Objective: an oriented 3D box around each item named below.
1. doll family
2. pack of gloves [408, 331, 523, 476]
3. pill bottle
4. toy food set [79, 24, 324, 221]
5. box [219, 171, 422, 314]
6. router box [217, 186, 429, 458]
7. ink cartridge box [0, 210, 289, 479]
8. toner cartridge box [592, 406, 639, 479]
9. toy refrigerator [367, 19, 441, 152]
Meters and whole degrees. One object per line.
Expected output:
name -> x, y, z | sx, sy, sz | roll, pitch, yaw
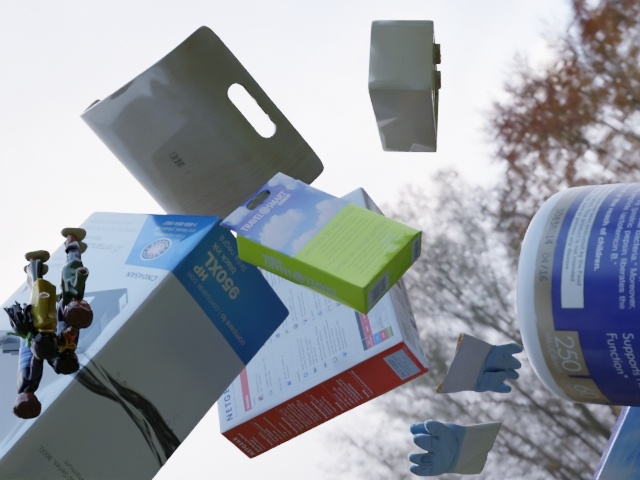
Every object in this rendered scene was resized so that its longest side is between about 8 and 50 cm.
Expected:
doll family -> -0.243, 0.081, 1.008 | 0.076, 0.111, 0.193 | -3, -36, -15
pack of gloves -> 0.184, 0.214, 1.493 | 0.232, 0.046, 0.195 | 16, -85, -57
pill bottle -> 0.272, 0.034, 0.713 | 0.153, 0.265, 0.153 | 4, -95, -49
toy food set -> -0.152, -0.129, 1.401 | 0.219, 0.306, 0.092 | 50, -124, -15
box -> 0.000, 0.000, 1.151 | 0.109, 0.178, 0.042 | -44, -35, -37
router box -> -0.020, 0.114, 1.684 | 0.301, 0.335, 0.082 | -28, -49, 15
ink cartridge box -> -0.274, 0.155, 1.305 | 0.395, 0.285, 0.166 | -50, -57, -28
toner cartridge box -> 0.384, 0.233, 1.174 | 0.347, 0.165, 0.075 | 88, -153, -53
toy refrigerator -> 0.127, -0.213, 1.610 | 0.269, 0.094, 0.102 | 60, -147, -74
